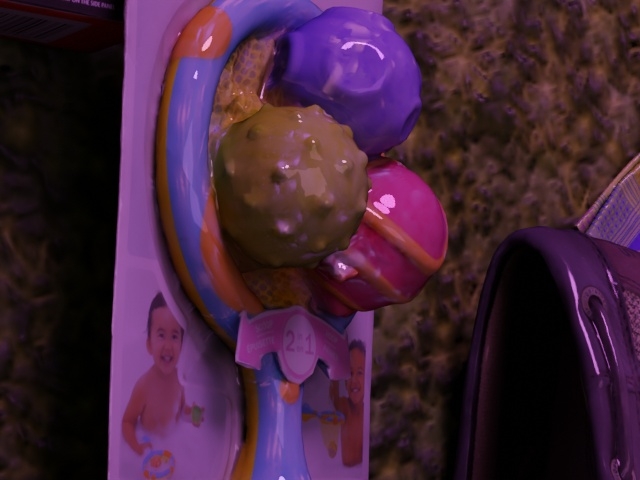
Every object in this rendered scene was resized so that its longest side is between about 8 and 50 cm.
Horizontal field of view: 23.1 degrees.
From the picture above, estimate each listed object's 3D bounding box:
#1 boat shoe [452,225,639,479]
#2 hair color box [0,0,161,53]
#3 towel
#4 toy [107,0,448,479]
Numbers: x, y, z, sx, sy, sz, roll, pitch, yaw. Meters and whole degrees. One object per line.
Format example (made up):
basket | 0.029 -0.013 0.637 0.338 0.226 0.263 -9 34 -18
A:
boat shoe | 0.072 0.131 0.496 0.092 0.103 0.285 20 71 -28
hair color box | -0.082 -0.129 0.436 0.072 0.043 0.141 5 82 -36
towel | 0.134 0.010 0.603 0.060 0.009 0.083 -46 112 -29
toy | 0.000 0.000 0.453 0.137 0.056 0.237 14 79 -59
